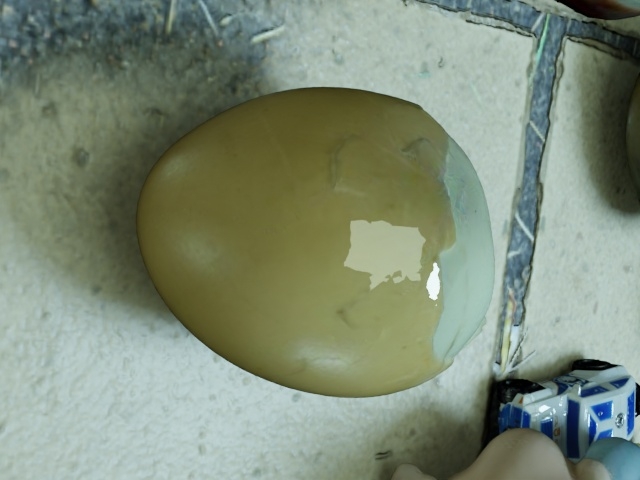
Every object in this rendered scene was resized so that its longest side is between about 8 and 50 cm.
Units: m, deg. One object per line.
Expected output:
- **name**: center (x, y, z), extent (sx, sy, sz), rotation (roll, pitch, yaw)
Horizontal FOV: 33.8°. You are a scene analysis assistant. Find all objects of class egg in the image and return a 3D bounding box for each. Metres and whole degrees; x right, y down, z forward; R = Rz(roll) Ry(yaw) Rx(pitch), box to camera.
- **egg**: center (0.000, 0.000, 0.685), extent (0.244, 0.201, 0.201), rotation (9, 90, -25)

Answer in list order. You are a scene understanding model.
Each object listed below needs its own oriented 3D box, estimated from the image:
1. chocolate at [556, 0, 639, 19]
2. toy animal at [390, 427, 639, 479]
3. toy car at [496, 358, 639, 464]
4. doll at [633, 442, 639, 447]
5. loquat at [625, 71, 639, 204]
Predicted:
- **chocolate**: center (0.304, -0.325, 0.878), extent (0.283, 0.186, 0.284), rotation (-5, 98, -36)
- **toy animal**: center (0.193, 0.274, 0.829), extent (0.229, 0.221, 0.210), rotation (-21, 118, 1)
- **toy car**: center (0.233, 0.160, 0.960), extent (0.170, 0.070, 0.080), rotation (-7, 100, -35)
- **doll**: center (0.297, 0.249, 1.026), extent (0.162, 0.062, 0.106), rotation (10, 85, -36)
- **loquat**: center (0.374, -0.090, 0.970), extent (0.179, 0.179, 0.227), rotation (-16, 101, -35)
